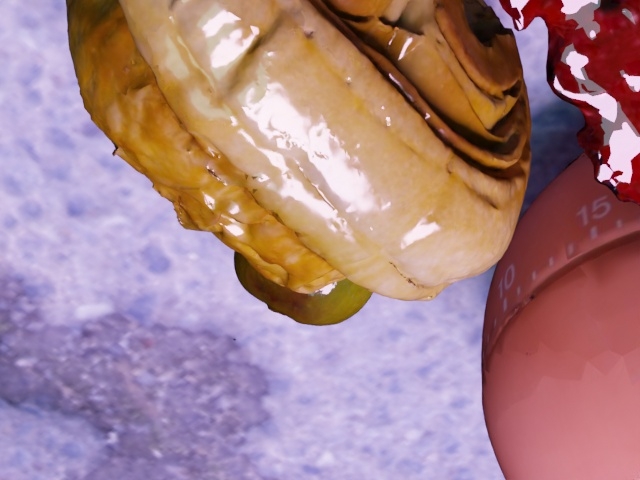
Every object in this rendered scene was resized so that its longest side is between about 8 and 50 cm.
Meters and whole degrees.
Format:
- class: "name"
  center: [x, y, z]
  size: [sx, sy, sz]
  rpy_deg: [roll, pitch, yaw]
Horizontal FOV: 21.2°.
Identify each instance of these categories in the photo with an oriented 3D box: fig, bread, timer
- class: "fig"
  center: [0.000, 0.000, 0.861]
  size: [0.074, 0.074, 0.088]
  rpy_deg: [27, 104, -20]
- class: "bread"
  center: [-0.005, -0.082, 0.705]
  size: [0.120, 0.198, 0.236]
  rpy_deg: [-28, 125, 30]
- class: "timer"
  center: [0.190, 0.058, 0.811]
  size: [0.230, 0.215, 0.229]
  rpy_deg: [4, 135, 4]

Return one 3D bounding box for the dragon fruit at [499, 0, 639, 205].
- class: "dragon fruit"
  center: [0.141, -0.209, 0.642]
  size: [0.282, 0.100, 0.343]
  rpy_deg: [-30, 110, 5]
